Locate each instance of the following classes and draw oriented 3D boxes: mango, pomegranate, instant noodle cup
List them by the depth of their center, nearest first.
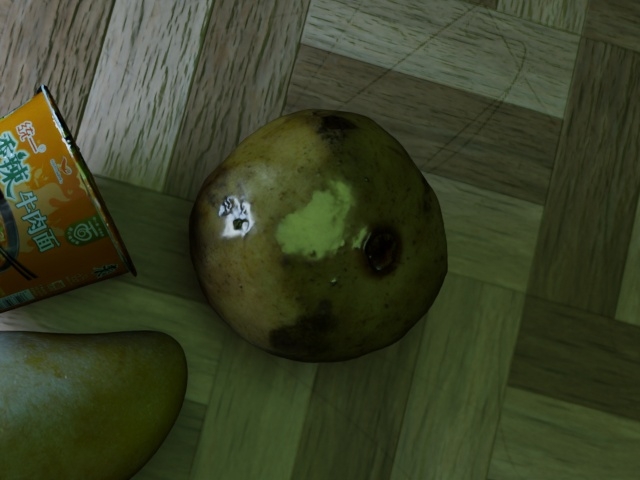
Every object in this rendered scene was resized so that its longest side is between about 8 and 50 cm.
[{"bbox_3d":[-0.305,0.187,1.748,0.384,0.221,0.198,-17,115,-34],"label":"mango"},{"bbox_3d":[-0.324,-0.027,1.790,0.182,0.230,0.230,-26,85,-4],"label":"instant noodle cup"},{"bbox_3d":[0.000,0.000,1.815,0.281,0.281,0.281,2,79,-10],"label":"pomegranate"}]
